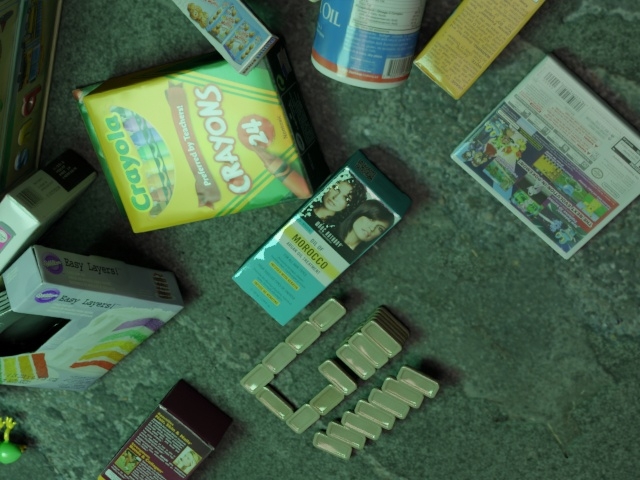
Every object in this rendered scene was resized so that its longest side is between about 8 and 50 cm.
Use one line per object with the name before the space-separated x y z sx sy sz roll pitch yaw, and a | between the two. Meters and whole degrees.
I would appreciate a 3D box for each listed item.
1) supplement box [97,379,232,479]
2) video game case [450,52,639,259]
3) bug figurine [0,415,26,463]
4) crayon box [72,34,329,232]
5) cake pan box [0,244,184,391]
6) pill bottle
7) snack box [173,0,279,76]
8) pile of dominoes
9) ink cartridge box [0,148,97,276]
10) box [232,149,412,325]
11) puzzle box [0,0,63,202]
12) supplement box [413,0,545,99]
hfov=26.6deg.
supplement box | -0.229 0.309 1.993 0.104 0.081 0.188 40 120 -2
video game case | 0.293 -0.101 1.667 0.201 0.023 0.183 41 119 -4
bug figurine | -0.570 0.282 2.044 0.216 0.072 0.279 -1 137 10
crayon box | -0.171 -0.129 1.772 0.319 0.081 0.202 -12 110 23
cake pan box | -0.362 0.113 1.859 0.246 0.267 0.070 -40 57 26
pill bottle | 0.067 -0.301 1.590 0.124 0.124 0.221 17 117 10
snack box | -0.128 -0.284 1.669 0.064 0.022 0.178 -47 67 13
pile of dominoes | 0.031 0.191 1.892 0.196 0.040 0.251 43 128 -5
ink cartridge box | -0.463 0.039 1.890 0.069 0.176 0.371 41 120 -3
box | 0.000 0.000 1.787 0.100 0.060 0.244 44 119 -5
puzzle box | -0.405 -0.219 1.700 0.052 0.272 0.408 18 119 6
supplement box | 0.210 -0.277 1.581 0.080 0.078 0.233 38 119 -1
